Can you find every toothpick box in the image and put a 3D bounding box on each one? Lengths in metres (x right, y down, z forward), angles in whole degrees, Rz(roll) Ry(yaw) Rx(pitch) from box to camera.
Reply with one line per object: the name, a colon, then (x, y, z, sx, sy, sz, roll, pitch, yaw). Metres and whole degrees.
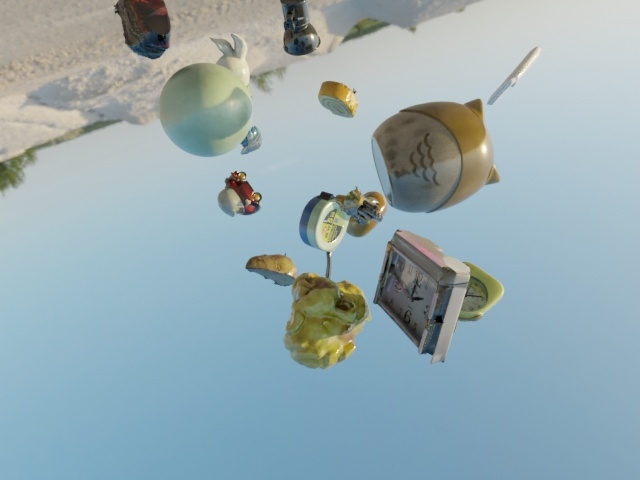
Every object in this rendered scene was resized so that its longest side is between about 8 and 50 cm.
toothpick box: (0.431, -0.317, 2.036, 0.426, 0.408, 0.409, -16, -162, 1)

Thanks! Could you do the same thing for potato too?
potato: (-0.130, 0.068, 1.610, 0.101, 0.172, 0.089, -12, -121, 39)

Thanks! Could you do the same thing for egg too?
egg: (-0.344, -0.390, 1.629, 0.276, 0.275, 0.389, -23, -168, -15)

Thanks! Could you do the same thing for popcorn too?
popcorn: (0.002, 0.169, 1.216, 0.226, 0.203, 0.200, -39, -172, -15)

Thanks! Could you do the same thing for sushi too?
sushi: (-0.567, -0.707, 1.751, 0.136, 0.225, 0.126, -14, 167, -43)

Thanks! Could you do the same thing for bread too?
bread: (0.058, -0.471, 1.793, 0.122, 0.073, 0.149, 15, 171, 26)

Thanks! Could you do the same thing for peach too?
peach: (0.210, -0.125, 2.592, 0.251, 0.153, 0.251, -40, -169, 9)

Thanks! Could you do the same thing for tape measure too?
tape measure: (0.000, 0.000, 1.983, 0.098, 0.351, 0.215, 18, -176, 36)

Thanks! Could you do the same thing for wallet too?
wallet: (0.528, -0.445, 1.469, 0.183, 0.032, 0.124, -48, 179, -27)

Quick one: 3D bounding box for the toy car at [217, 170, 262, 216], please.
toy car: (-0.256, -0.129, 1.621, 0.112, 0.139, 0.112, -31, -179, -30)

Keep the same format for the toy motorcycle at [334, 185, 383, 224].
toy motorcycle: (0.107, -0.114, 1.682, 0.094, 0.130, 0.229, -58, -156, -1)

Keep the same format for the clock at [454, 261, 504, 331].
clock: (0.445, 0.184, 1.695, 0.232, 0.069, 0.170, -40, -118, -20)

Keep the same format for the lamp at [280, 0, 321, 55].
lamp: (-0.089, -0.817, 1.998, 0.147, 0.227, 0.171, 6, -124, 14)

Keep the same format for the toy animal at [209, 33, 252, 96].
toy animal: (-0.404, -0.707, 2.331, 0.183, 0.247, 0.309, 15, -111, 14)

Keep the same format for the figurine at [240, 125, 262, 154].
figurine: (-0.249, -0.363, 1.953, 0.079, 0.114, 0.114, 20, -155, 4)

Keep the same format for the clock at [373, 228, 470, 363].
clock: (0.198, 0.101, 1.073, 0.084, 0.186, 0.253, 5, -161, -21)
